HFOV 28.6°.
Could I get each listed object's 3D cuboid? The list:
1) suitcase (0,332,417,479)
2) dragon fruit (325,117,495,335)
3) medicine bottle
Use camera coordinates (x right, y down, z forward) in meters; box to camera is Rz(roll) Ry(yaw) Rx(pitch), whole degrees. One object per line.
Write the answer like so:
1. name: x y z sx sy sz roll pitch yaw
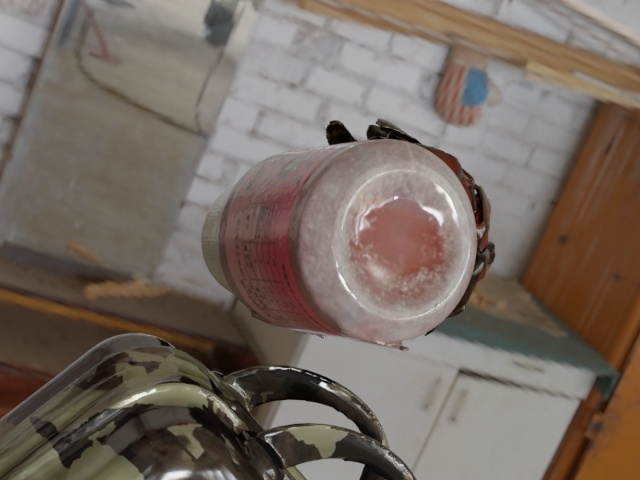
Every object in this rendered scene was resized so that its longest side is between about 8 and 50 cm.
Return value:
1. suitcase: -0.088 0.233 0.849 0.351 0.339 0.194 53 -3 -32
2. dragon fruit: 0.078 -0.012 1.197 0.188 0.182 0.182 21 13 -34
3. medicine bottle: 0.000 0.000 0.937 0.147 0.147 0.247 16 -6 -26
